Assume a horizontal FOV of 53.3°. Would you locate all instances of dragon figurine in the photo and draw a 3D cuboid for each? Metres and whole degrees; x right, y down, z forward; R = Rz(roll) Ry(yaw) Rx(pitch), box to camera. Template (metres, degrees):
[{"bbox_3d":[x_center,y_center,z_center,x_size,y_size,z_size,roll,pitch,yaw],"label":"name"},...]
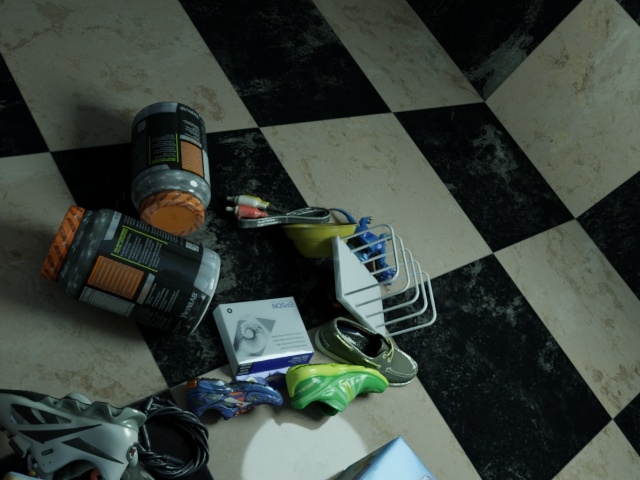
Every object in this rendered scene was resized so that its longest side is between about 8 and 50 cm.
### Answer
[{"bbox_3d":[0.127,0.007,1.898,0.289,0.085,0.144,40,43,-3],"label":"dragon figurine"}]

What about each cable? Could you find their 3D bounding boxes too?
[{"bbox_3d":[-0.302,0.403,1.287,0.184,0.047,0.150,43,29,-9],"label":"cable"},{"bbox_3d":[-0.116,-0.078,1.730,0.287,0.072,0.139,2,24,2],"label":"cable"}]

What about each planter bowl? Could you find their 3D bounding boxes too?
[{"bbox_3d":[0.000,0.000,1.776,0.217,0.217,0.090,-6,95,-38],"label":"planter bowl"}]

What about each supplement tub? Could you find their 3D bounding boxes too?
[{"bbox_3d":[-0.378,-0.178,1.608,0.193,0.193,0.316,11,51,-29],"label":"supplement tub"},{"bbox_3d":[-0.407,0.062,1.385,0.338,0.207,0.207,24,46,-18],"label":"supplement tub"}]

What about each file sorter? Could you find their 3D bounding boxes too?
[{"bbox_3d":[0.171,0.111,1.697,0.277,0.173,0.193,47,30,-46],"label":"file sorter"}]

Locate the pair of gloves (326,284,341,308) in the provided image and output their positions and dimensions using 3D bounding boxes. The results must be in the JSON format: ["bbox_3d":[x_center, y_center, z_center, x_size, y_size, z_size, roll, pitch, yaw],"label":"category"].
[{"bbox_3d":[0.056,0.154,1.785,0.083,0.010,0.074,-7,63,-36],"label":"pair of gloves"}]

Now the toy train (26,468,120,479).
[{"bbox_3d":[-0.455,0.440,1.165,0.166,0.046,0.125,-13,65,-42],"label":"toy train"}]

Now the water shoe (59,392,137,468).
[{"bbox_3d":[-0.432,0.372,1.198,0.203,0.073,0.080,32,34,22],"label":"water shoe"}]

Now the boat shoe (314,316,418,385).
[{"bbox_3d":[0.135,0.292,1.671,0.305,0.091,0.109,26,45,-16],"label":"boat shoe"}]

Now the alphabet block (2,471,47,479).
[{"bbox_3d":[-0.443,0.497,1.004,0.193,0.192,0.197,22,55,-18],"label":"alphabet block"}]

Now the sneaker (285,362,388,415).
[{"bbox_3d":[0.037,0.363,1.557,0.295,0.109,0.123,9,79,-35],"label":"sneaker"}]

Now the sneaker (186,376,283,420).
[{"bbox_3d":[-0.189,0.352,1.405,0.221,0.083,0.087,9,81,-18],"label":"sneaker"}]

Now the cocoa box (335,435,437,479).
[{"bbox_3d":[0.083,0.609,1.278,0.228,0.231,0.347,50,44,9],"label":"cocoa box"}]

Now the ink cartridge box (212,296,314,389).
[{"bbox_3d":[-0.127,0.250,1.551,0.223,0.045,0.224,-3,59,-37],"label":"ink cartridge box"}]

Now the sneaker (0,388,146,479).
[{"bbox_3d":[-0.479,0.345,1.099,0.330,0.122,0.146,4,62,13],"label":"sneaker"}]

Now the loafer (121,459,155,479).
[{"bbox_3d":[-0.355,0.455,1.237,0.125,0.039,0.045,42,73,10],"label":"loafer"}]
